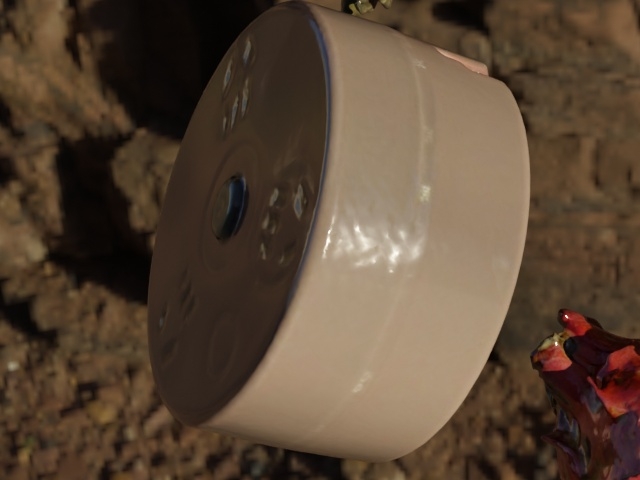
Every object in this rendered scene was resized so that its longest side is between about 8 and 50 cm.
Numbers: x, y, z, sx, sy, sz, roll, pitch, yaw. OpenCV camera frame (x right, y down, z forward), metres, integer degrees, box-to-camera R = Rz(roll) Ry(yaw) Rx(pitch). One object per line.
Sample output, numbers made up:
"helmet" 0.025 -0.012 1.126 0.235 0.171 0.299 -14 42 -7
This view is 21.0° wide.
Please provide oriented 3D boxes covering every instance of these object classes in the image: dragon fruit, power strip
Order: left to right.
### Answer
"power strip" 0.000 0.000 0.595 0.078 0.154 0.154 16 25 -25
"dragon fruit" 0.232 0.141 1.000 0.268 0.210 0.205 34 35 17

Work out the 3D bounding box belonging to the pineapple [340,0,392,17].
"pineapple" 0.061 -0.247 1.268 0.166 0.193 0.166 24 9 -4
